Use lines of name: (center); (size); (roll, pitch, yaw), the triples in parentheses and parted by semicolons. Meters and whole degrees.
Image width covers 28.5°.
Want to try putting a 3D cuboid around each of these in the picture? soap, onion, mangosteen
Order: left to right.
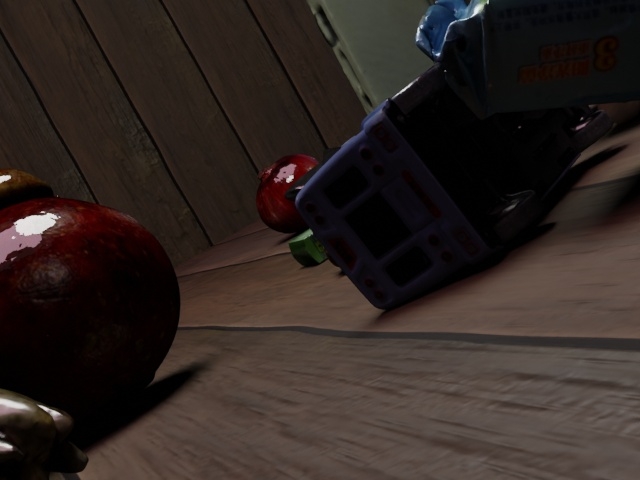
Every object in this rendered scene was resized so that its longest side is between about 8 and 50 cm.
mangosteen: (-0.245, 0.042, 1.056); (0.215, 0.257, 0.215); (-42, -17, -16)
onion: (-0.044, -0.073, 1.972); (0.131, 0.131, 0.131); (-29, 4, 2)
soap: (0.206, -0.139, 0.764); (0.293, 0.077, 0.156); (-6, 21, 16)

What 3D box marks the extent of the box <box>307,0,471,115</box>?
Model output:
box: (0.183, -0.305, 1.556); (0.373, 0.367, 0.090); (-29, 6, -9)

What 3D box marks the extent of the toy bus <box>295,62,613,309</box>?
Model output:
toy bus: (0.103, -0.065, 0.914); (0.133, 0.125, 0.292); (-37, 2, 33)

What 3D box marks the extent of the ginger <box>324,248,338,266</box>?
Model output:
ginger: (0.050, -0.027, 1.142); (0.103, 0.073, 0.162); (-33, 7, -33)

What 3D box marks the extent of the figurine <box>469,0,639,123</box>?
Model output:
figurine: (0.263, -0.202, 1.122); (0.276, 0.200, 0.133); (2, 1, -37)

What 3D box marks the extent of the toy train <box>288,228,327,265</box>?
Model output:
toy train: (0.000, 0.000, 1.388); (0.056, 0.038, 0.093); (-33, 5, -14)

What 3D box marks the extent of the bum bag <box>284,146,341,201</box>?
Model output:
bum bag: (0.108, -0.092, 1.402); (0.340, 0.095, 0.144); (-15, 9, 35)

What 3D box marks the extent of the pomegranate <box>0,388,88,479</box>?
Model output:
pomegranate: (-0.302, 0.118, 0.820); (0.341, 0.285, 0.285); (7, 20, 22)
